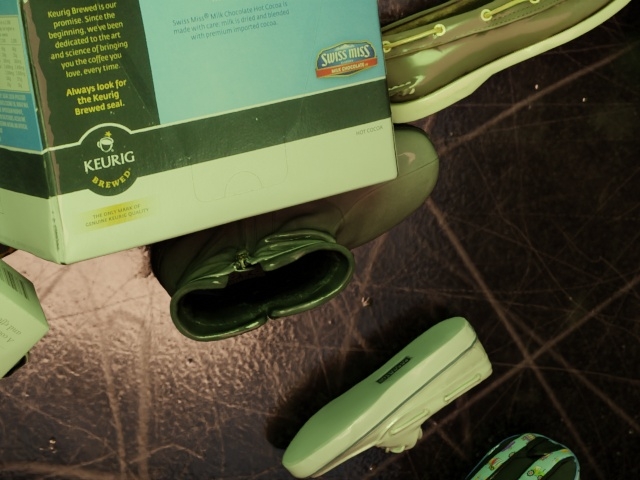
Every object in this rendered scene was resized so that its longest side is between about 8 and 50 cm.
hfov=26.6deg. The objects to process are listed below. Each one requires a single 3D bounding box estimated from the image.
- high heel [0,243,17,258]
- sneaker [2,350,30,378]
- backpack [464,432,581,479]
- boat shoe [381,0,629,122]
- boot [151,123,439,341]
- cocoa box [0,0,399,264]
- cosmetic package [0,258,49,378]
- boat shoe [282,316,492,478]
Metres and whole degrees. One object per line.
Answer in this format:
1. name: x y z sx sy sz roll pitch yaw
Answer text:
1. high heel: -0.357 -0.025 1.263 0.186 0.093 0.261 4 111 -57
2. sneaker: -0.335 0.130 1.377 0.083 0.037 0.032 -32 111 -6
3. backpack: 0.226 0.311 1.529 0.173 0.158 0.117 -47 119 -14
4. boat shoe: 0.192 -0.240 1.410 0.324 0.116 0.096 -29 112 -2
5. boot: 0.000 0.000 1.347 0.338 0.223 0.118 -29 108 -8
6. cocoa box: -0.139 -0.139 1.225 0.347 0.231 0.228 -16 106 -31
7. cosmetic package: -0.465 0.054 1.134 0.284 0.097 0.377 -44 124 5
8. boat shoe: 0.080 0.191 1.484 0.258 0.095 0.084 -35 105 -5
